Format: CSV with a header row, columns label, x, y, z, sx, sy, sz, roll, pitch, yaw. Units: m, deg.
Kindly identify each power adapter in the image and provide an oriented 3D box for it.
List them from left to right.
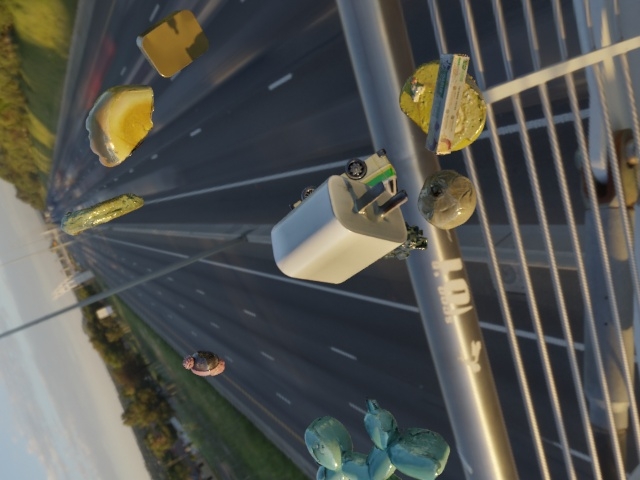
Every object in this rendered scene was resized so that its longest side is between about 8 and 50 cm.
label,x,y,z,sx,sy,sz,roll,pitch,yaw
power adapter,0.052,-0.027,0.909,0.255,0.187,0.124,-36,55,40

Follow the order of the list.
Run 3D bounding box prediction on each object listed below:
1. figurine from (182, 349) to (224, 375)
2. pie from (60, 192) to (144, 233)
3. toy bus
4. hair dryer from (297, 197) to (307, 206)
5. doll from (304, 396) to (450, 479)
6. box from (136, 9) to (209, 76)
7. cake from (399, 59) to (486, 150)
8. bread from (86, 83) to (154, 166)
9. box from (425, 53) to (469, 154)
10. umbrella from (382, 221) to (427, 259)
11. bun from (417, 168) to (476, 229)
label,x,y,z,sx,sy,sz,roll,pitch,yaw
figurine,-0.256,0.273,1.084,0.072,0.054,0.129,15,167,5
pie,-0.729,-0.097,1.612,0.277,0.277,0.079,3,119,60
toy bus,0.084,-0.109,1.361,0.179,0.305,0.143,58,179,6
hair dryer,0.000,0.000,1.141,0.057,0.100,0.198,-21,106,31
doll,0.055,0.262,0.572,0.158,0.059,0.159,34,115,20
box,-0.486,-0.648,1.584,0.090,0.201,0.144,36,163,46
cake,0.360,-0.391,1.381,0.260,0.156,0.179,42,125,-1
bread,-0.606,-0.365,1.437,0.158,0.261,0.156,18,156,34
box,0.269,-0.291,1.038,0.050,0.041,0.207,-130,42,-60
umbrella,0.165,0.022,1.496,0.143,0.094,0.348,32,146,-26
bun,0.358,-0.127,1.402,0.166,0.113,0.173,-37,57,22
